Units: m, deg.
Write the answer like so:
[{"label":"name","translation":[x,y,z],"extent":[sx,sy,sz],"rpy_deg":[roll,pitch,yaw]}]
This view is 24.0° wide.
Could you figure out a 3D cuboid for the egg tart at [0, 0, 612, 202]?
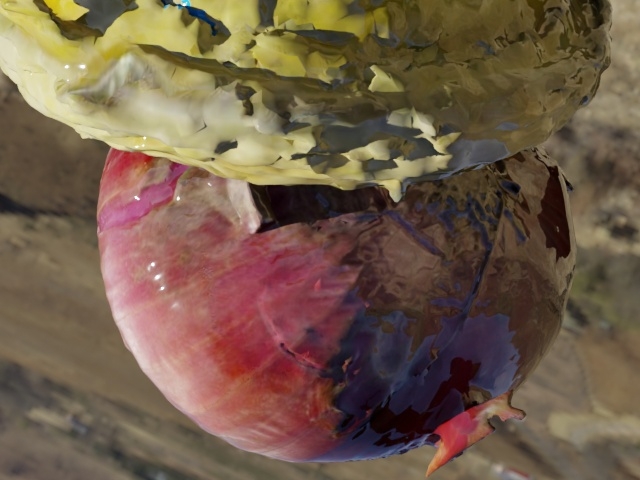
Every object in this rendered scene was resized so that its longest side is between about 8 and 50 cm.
[{"label":"egg tart","translation":[-0.015,-0.174,0.844],"extent":[0.388,0.388,0.169],"rpy_deg":[21,125,20]}]

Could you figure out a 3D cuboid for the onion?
[{"label":"onion","translation":[0.016,0.001,1.066],"extent":[0.353,0.354,0.353],"rpy_deg":[24,165,7]}]
